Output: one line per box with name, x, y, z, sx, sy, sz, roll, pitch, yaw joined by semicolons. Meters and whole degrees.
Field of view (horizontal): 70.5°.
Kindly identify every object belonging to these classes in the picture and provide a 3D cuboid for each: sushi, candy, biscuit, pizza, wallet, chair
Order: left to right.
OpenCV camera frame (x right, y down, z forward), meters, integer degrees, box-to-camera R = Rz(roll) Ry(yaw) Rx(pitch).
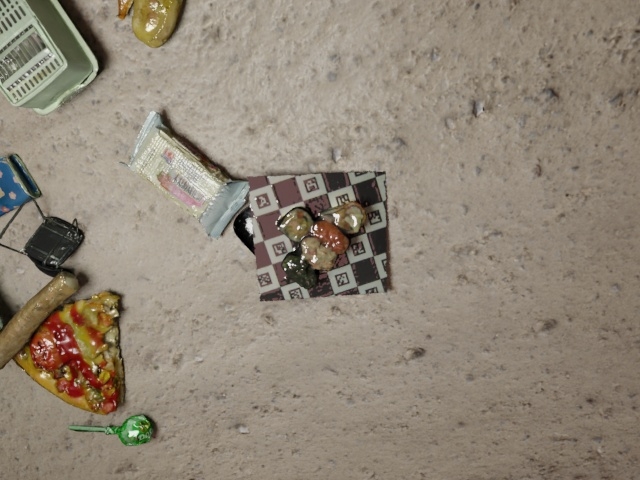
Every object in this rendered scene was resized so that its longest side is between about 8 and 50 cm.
wallet;-0.884;-0.139;1.231;0.202;0.059;0.141;-22;101;15
chair;-0.735;0.011;1.238;0.140;0.221;0.145;26;67;0
pizza;-0.723;0.293;1.309;0.440;0.130;0.406;36;111;-3
candy;-0.674;0.599;1.430;0.323;0.097;0.097;-7;106;19
biscuit;-0.334;-0.161;1.135;0.309;0.079;0.186;40;110;-4
sushi;0.000;0.000;1.093;0.339;0.069;0.320;-3;102;-3

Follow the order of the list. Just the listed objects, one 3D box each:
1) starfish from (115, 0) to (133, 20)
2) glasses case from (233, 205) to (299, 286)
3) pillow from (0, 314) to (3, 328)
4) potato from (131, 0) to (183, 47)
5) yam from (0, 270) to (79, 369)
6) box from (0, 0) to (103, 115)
starfish;-0.518;-0.699;0.989;0.293;0.084;0.301;28;113;-2
glasses case;-0.110;0.022;1.164;0.103;0.067;0.267;-42;97;12
pillow;-1.045;0.203;1.294;0.283;0.138;0.310;-44;78;26
potato;-0.371;-0.528;1.024;0.107;0.080;0.170;33;111;11
yam;-0.788;0.221;1.226;0.356;0.081;0.081;-43;97;4
box;-0.667;-0.458;1.041;0.220;0.166;0.291;-28;101;16
